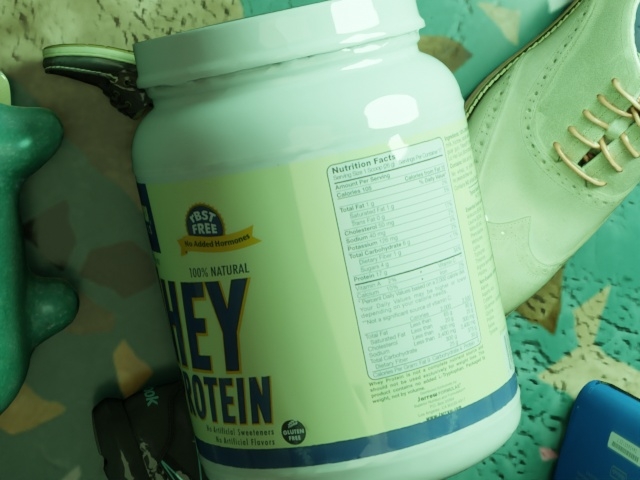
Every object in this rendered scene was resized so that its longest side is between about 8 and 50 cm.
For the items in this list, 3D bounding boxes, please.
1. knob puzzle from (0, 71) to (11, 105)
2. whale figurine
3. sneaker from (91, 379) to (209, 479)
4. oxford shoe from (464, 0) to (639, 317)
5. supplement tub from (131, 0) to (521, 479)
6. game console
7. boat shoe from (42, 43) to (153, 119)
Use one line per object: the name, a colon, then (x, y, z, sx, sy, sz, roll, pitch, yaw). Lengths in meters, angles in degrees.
knob puzzle: (-0.317, -0.073, 1.159, 0.213, 0.030, 0.213, -4, 109, -11)
whale figurine: (-0.272, 0.025, 1.109, 0.216, 0.141, 0.272, 21, 103, -19)
sneaker: (-0.084, 0.233, 1.194, 0.106, 0.101, 0.267, -22, 98, -8)
oxford shoe: (0.204, -0.098, 1.178, 0.140, 0.146, 0.397, 32, 93, -11)
supplement tub: (0.000, 0.000, 1.094, 0.235, 0.235, 0.325, -13, 98, -6)
game console: (0.278, 0.261, 1.148, 0.173, 0.293, 0.250, 16, 92, -10)
boat shoe: (-0.137, -0.116, 1.179, 0.152, 0.056, 0.049, 9, 88, -9)
